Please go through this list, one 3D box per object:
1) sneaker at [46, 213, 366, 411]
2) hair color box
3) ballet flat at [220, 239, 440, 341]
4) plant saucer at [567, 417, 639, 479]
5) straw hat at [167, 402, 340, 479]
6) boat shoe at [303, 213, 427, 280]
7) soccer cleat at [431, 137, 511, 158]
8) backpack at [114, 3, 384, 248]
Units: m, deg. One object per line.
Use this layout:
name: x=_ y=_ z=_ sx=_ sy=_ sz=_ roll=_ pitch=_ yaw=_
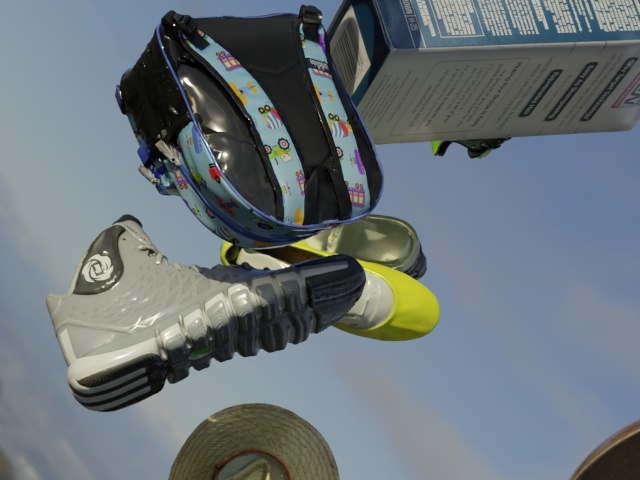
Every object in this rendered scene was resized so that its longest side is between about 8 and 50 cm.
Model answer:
sneaker: x=-0.091 y=0.024 z=1.419 sx=0.086 sy=0.229 sz=0.132 roll=96 pitch=-30 yaw=-56
hair color box: x=0.182 y=-0.187 z=1.952 sx=0.174 sy=0.347 sz=0.105 roll=124 pitch=-43 yaw=-54
ballet flat: x=0.003 y=0.046 z=1.951 sx=0.231 sy=0.077 sz=0.077 roll=22 pitch=11 yaw=11
plant saucer: x=0.253 y=0.182 z=1.416 sx=0.036 sy=0.199 sz=0.198 roll=-109 pitch=172 yaw=-48
straw hat: x=-0.056 y=0.196 z=1.519 sx=0.144 sy=0.144 sz=0.061 roll=53 pitch=1 yaw=8
boat shoe: x=0.000 y=0.000 z=2.044 sx=0.228 sy=0.081 sz=0.068 roll=15 pitch=-17 yaw=22
soccer cleat: x=0.220 y=-0.141 z=2.503 sx=0.060 sy=0.179 sz=0.072 roll=1 pitch=85 yaw=-59
backpack: x=-0.045 y=-0.067 z=1.382 sx=0.117 sy=0.158 sz=0.173 roll=-45 pitch=-117 yaw=43
